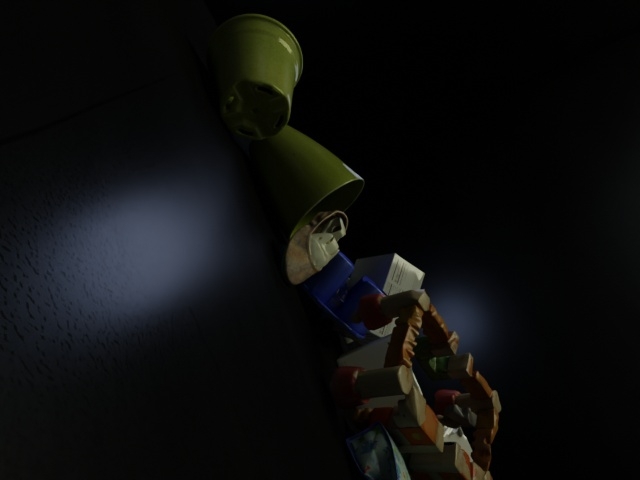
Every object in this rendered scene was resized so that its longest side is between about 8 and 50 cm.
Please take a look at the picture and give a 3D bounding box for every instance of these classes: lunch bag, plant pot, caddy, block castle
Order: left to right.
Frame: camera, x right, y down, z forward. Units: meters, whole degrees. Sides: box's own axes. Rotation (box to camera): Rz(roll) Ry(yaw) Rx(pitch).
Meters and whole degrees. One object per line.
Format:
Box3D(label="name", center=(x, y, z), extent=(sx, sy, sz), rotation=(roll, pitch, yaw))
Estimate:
Box3D(label="plant pot", center=(-0.176, -0.419, 1.272), extent=(0.276, 0.276, 0.254), rotation=(62, 15, -48))
Box3D(label="plant pot", center=(-0.072, -0.190, 1.362), extent=(0.293, 0.274, 0.275), rotation=(51, 0, 12))
Box3D(label="caddy", center=(0.054, 0.151, 1.305), extent=(0.241, 0.179, 0.341), rotation=(43, 2, 4))
Box3D(label="lunch bag", center=(0.121, 0.442, 0.866), extent=(0.129, 0.096, 0.151), rotation=(64, -6, -33))
Box3D(label="block castle", center=(0.219, 0.362, 1.078), extent=(0.453, 0.212, 0.303), rotation=(52, 39, -22))

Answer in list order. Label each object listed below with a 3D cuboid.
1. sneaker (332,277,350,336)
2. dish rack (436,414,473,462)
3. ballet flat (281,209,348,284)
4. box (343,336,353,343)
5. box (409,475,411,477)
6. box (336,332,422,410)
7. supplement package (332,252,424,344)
Box3D(label="sneaker", center=(0.081, 0.178, 1.646), extent=(0.114, 0.152, 0.305), rotation=(-9, -78, 57))
Box3D(label="dish rack", center=(0.392, 0.740, 1.479), extent=(0.332, 0.072, 0.286), rotation=(-29, 96, -43))
Box3D(label="ballet flat", center=(0.000, 0.000, 1.153), extent=(0.316, 0.106, 0.108), rotation=(-61, 135, -57))
Box3D(label="box", center=(0.147, 0.352, 1.916), extent=(0.275, 0.113, 0.094), rotation=(47, 19, -77))
Box3D(label="box", center=(0.261, 0.640, 1.230), extent=(0.300, 0.154, 0.142), rotation=(-111, 176, -64))
Box3D(label="box", center=(0.162, 0.375, 1.308), extent=(0.119, 0.181, 0.181), rotation=(61, 6, -78))
Box3D(label="supplement package", center=(0.186, 0.198, 1.521), extent=(0.145, 0.262, 0.204), rotation=(32, -23, -25))
